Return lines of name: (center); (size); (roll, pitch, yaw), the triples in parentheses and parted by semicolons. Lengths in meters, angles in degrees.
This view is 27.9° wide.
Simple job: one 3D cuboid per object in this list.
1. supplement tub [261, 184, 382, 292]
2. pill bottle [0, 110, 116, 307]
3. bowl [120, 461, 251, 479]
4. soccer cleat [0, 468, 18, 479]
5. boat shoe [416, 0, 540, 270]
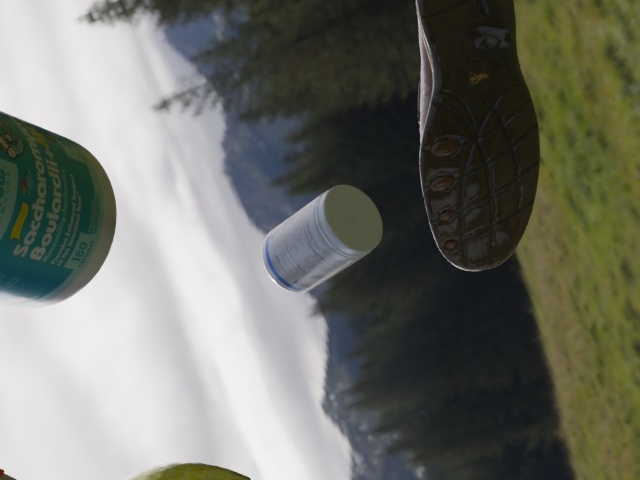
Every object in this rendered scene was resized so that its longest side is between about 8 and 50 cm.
supplement tub: (0.000, 0.000, 1.203); (0.071, 0.107, 0.071); (19, -125, -30)
pill bottle: (-0.274, -0.033, 0.951); (0.264, 0.146, 0.146); (21, -135, -67)
bowl: (-0.206, 0.337, 1.323); (0.156, 0.289, 0.289); (29, -174, -3)
soccer cleat: (-0.246, 0.176, 0.844); (0.196, 0.076, 0.068); (42, -150, -29)
boat shoe: (0.085, -0.071, 0.710); (0.060, 0.064, 0.178); (43, -137, -82)
